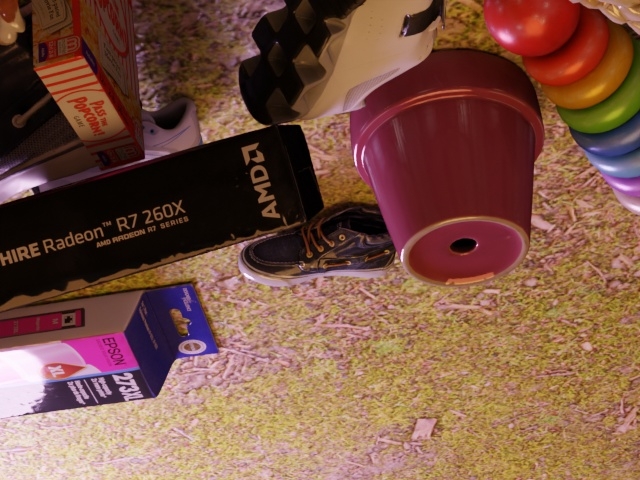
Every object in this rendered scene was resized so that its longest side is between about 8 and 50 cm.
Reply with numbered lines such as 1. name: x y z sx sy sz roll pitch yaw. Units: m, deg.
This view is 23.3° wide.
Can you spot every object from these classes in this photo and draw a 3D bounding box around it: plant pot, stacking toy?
1. plant pot: 0.134 -0.061 1.567 0.201 0.180 0.201 -4 147 -2
2. stacking toy: 0.267 -0.157 1.507 0.141 0.141 0.330 -28 134 29

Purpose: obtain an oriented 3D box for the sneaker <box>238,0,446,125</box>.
1. sneaker: 0.060 -0.229 1.385 0.146 0.122 0.330 -3 150 -36

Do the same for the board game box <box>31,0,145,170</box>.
1. board game box: -0.201 -0.180 1.327 0.045 0.193 0.146 -14 146 8

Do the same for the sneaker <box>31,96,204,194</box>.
1. sneaker: -0.202 -0.095 1.540 0.191 0.071 0.083 -26 141 -28

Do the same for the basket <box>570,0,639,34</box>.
1. basket: 0.348 -0.310 1.109 0.328 0.331 0.266 20 144 -32

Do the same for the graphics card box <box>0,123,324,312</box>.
1. graphics card box: -0.188 -0.011 1.373 0.371 0.094 0.233 -15 -177 6

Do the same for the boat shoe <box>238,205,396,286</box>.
1. boat shoe: 0.000 0.000 1.749 0.183 0.065 0.083 -4 144 -13

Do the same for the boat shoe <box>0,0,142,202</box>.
1. boat shoe: -0.342 -0.117 1.495 0.341 0.127 0.158 -21 122 29

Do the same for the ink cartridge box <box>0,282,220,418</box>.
1. ink cartridge box: -0.320 0.144 1.915 0.371 0.069 0.175 -10 146 3

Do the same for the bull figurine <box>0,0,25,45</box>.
1. bull figurine: -0.380 -0.243 1.244 0.310 0.101 0.188 5 152 15
